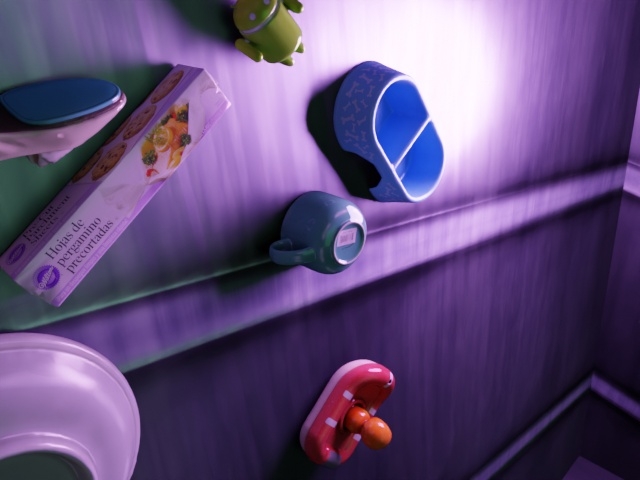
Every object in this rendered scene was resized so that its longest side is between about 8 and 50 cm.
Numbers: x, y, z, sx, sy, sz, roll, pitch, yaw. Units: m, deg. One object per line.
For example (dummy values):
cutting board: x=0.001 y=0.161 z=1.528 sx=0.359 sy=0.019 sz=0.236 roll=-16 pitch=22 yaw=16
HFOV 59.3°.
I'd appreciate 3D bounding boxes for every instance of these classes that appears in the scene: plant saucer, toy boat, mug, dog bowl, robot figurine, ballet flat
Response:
plant saucer: x=-0.381 y=0.310 z=0.658 sx=0.400 sy=0.100 sz=0.400 roll=-20 pitch=120 yaw=-40
toy boat: x=0.077 y=0.356 z=1.113 sx=0.231 sy=0.151 sz=0.151 roll=-58 pitch=138 yaw=-11
mug: x=0.006 y=0.001 z=0.927 sx=0.157 sy=0.097 sz=0.129 roll=-56 pitch=137 yaw=-13
dog bowl: x=0.135 y=-0.180 z=1.002 sx=0.166 sy=0.074 sz=0.297 roll=-54 pitch=136 yaw=-14
robot figurine: x=-0.069 y=-0.284 z=0.749 sx=0.101 sy=0.067 sz=0.115 roll=-49 pitch=136 yaw=-2
ballet flat: x=-0.319 y=-0.106 z=0.571 sx=0.248 sy=0.086 sz=0.086 roll=-22 pitch=122 yaw=-37

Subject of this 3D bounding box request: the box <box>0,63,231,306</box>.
box: x=-0.236 y=-0.074 z=0.668 sx=0.324 sy=0.067 sz=0.063 roll=-53 pitch=136 yaw=-14
